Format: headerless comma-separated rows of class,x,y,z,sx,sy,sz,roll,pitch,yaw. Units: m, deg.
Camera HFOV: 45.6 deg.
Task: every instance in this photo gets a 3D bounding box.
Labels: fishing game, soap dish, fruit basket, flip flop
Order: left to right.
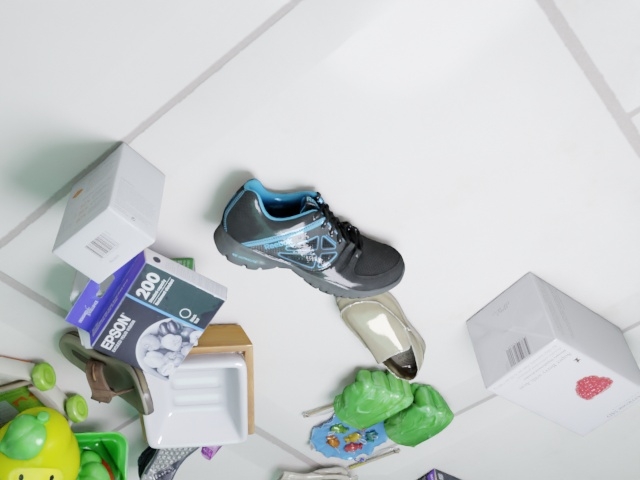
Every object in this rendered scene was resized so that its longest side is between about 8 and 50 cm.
fruit basket,-0.563,0.483,1.498,0.392,0.283,0.392,-3,162,-1
flip flop,-0.403,0.251,1.397,0.277,0.080,0.112,23,130,32
soap dish,-0.247,0.288,1.514,0.229,0.118,0.290,-2,132,-7
fishing game,0.068,0.456,1.752,0.189,0.041,0.264,-21,130,10

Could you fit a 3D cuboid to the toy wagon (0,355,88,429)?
toy wagon,-0.650,0.313,1.537,0.267,0.068,0.344,-18,131,10

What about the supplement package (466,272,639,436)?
supplement package,0.463,0.229,1.491,0.293,0.175,0.177,28,123,-27

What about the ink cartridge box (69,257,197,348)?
ink cartridge box,-0.328,0.114,1.373,0.208,0.087,0.153,-1,131,-6

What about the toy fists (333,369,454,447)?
toy fists,0.167,0.352,1.632,0.279,0.096,0.142,29,130,-30

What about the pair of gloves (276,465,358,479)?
pair of gloves,-0.023,0.618,1.886,0.204,0.042,0.240,3,138,-13

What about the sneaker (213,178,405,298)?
sneaker,0.000,0.000,1.278,0.341,0.125,0.139,13,125,-19

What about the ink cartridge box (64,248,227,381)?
ink cartridge box,-0.298,0.119,1.289,0.208,0.045,0.206,29,113,-18

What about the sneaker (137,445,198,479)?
sneaker,-0.327,0.452,1.686,0.086,0.163,0.226,38,80,-8

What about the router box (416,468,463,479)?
router box,0.327,0.727,1.992,0.309,0.081,0.243,30,123,-28

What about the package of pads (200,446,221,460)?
package of pads,-0.228,0.440,1.682,0.032,0.083,0.050,29,129,13

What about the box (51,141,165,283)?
box,-0.322,-0.044,1.174,0.130,0.170,0.091,-34,124,23

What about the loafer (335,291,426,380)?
loafer,0.128,0.181,1.473,0.102,0.092,0.268,-32,127,21
